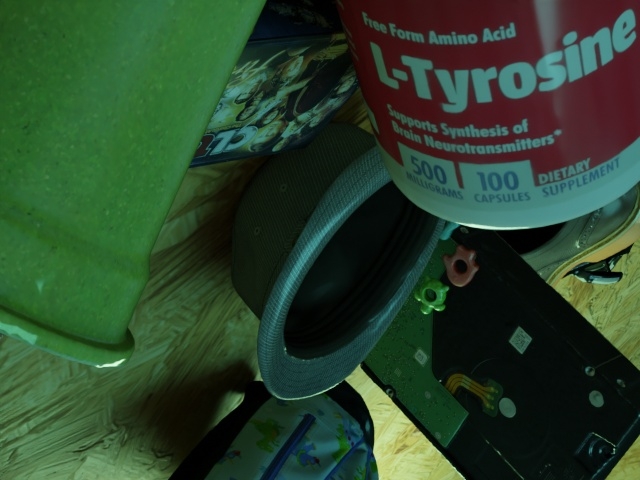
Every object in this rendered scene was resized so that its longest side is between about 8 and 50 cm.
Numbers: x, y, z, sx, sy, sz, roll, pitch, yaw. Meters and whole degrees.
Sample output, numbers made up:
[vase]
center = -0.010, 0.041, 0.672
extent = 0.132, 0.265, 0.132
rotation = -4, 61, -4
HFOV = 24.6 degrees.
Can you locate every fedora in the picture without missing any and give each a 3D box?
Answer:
[fedora]
center = 0.000, 0.000, 1.358
extent = 0.243, 0.124, 0.275
rotation = -9, 130, -53

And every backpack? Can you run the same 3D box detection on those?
[backpack]
center = -0.082, 0.323, 1.511
extent = 0.290, 0.273, 0.355
rotation = -54, 164, 25

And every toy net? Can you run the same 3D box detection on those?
[toy net]
center = 0.128, -0.027, 1.508
extent = 0.232, 0.122, 0.045
rotation = -56, 167, 31

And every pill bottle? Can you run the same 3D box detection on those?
[pill bottle]
center = 0.111, -0.219, 0.991
extent = 0.229, 0.229, 0.408
rotation = -35, 136, -16

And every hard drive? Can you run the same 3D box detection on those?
[hard drive]
center = 0.184, 0.137, 1.592
extent = 0.064, 0.339, 0.237
rotation = -19, 145, -45

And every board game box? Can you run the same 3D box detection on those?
[board game box]
center = -0.060, -0.121, 1.139
extent = 0.243, 0.042, 0.165
rotation = -14, 156, -46

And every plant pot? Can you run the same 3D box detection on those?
[plant pot]
center = -0.160, -0.107, 0.840
extent = 0.254, 0.276, 0.276
rotation = -57, 154, 3

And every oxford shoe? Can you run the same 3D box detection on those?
[oxford shoe]
center = 0.209, 0.010, 1.674
extent = 0.132, 0.130, 0.363
rotation = 11, 138, -40

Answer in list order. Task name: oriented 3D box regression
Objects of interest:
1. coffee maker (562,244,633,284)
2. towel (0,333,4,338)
[coffee maker]
center = 0.306, -0.024, 1.810
extent = 0.178, 0.120, 0.171
rotation = -14, 119, -48
[towel]
center = -0.366, 0.078, 1.050
extent = 0.370, 0.040, 0.271
rotation = -1, 133, -55
